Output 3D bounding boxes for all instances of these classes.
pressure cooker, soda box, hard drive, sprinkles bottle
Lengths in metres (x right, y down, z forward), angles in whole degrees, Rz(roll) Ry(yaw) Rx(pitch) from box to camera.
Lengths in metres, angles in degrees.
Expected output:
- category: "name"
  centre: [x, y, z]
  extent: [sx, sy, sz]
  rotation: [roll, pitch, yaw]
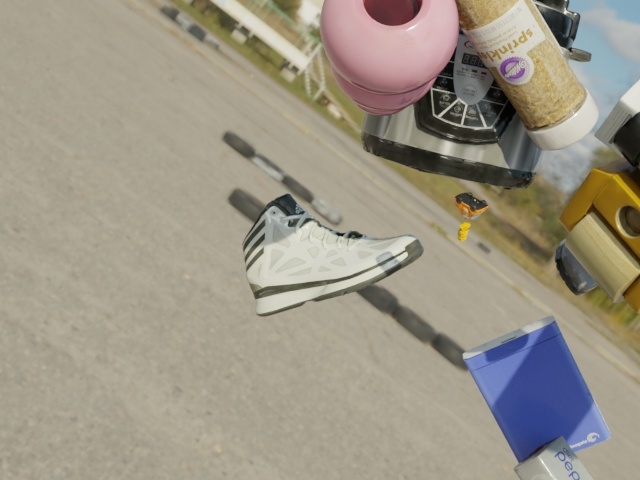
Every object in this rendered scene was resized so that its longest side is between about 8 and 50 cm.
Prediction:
- category: "pressure cooker"
  centre: [0.283, -0.337, 1.707]
  extent: [0.369, 0.421, 0.375]
  rotation: [4, 14, -44]
- category: "soda box"
  centre: [0.538, 0.562, 1.838]
  extent: [0.098, 0.091, 0.286]
  rotation: [-24, 74, -38]
- category: "hard drive"
  centre: [0.471, 0.337, 1.910]
  extent: [0.319, 0.210, 0.040]
  rotation: [60, 14, -18]
- category: "sprinkles bottle"
  centre: [0.322, -0.312, 1.437]
  extent: [0.355, 0.121, 0.121]
  rotation: [50, 4, -25]

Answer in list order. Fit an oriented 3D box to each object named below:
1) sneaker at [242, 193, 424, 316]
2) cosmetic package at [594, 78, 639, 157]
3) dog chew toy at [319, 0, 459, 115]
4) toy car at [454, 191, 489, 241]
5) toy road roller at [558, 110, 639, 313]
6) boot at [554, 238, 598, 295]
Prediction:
- category: "sneaker"
  centre: [-0.001, 0.000, 2.004]
  extent: [0.169, 0.447, 0.258]
  rotation: [-22, 93, -63]
- category: "cosmetic package"
  centre: [0.706, -0.231, 1.711]
  extent: [0.224, 0.224, 0.138]
  rotation: [43, -23, 13]
- category: "dog chew toy"
  centre: [0.102, -0.299, 1.380]
  extent: [0.206, 0.207, 0.332]
  rotation: [39, -10, 9]
- category: "toy car"
  centre: [0.240, -0.038, 1.494]
  extent: [0.060, 0.041, 0.122]
  rotation: [21, 37, 23]
- category: "toy road roller"
  centre: [0.563, -0.064, 1.386]
  extent: [0.240, 0.330, 0.203]
  rotation: [-17, 60, -30]
- category: "boot"
  centre: [0.636, -0.013, 1.806]
  extent: [0.338, 0.222, 0.118]
  rotation: [-31, 88, -46]
